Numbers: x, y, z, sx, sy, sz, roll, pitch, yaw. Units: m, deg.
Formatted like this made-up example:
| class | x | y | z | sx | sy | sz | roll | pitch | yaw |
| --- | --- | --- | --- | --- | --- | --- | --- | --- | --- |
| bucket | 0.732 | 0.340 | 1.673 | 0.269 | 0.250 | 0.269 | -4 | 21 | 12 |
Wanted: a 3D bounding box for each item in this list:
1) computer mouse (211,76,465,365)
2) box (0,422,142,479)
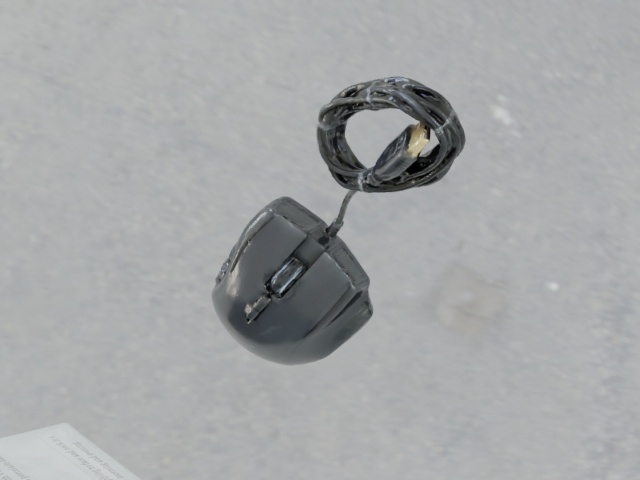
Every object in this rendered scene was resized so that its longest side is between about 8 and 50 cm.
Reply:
| class | x | y | z | sx | sy | sz | roll | pitch | yaw |
| --- | --- | --- | --- | --- | --- | --- | --- | --- | --- |
| computer mouse | 0.000 | 0.000 | 0.792 | 0.071 | 0.242 | 0.041 | 46 | 61 | 8 |
| box | -0.133 | 0.209 | 0.889 | 0.181 | 0.119 | 0.182 | 24 | 120 | 55 |
